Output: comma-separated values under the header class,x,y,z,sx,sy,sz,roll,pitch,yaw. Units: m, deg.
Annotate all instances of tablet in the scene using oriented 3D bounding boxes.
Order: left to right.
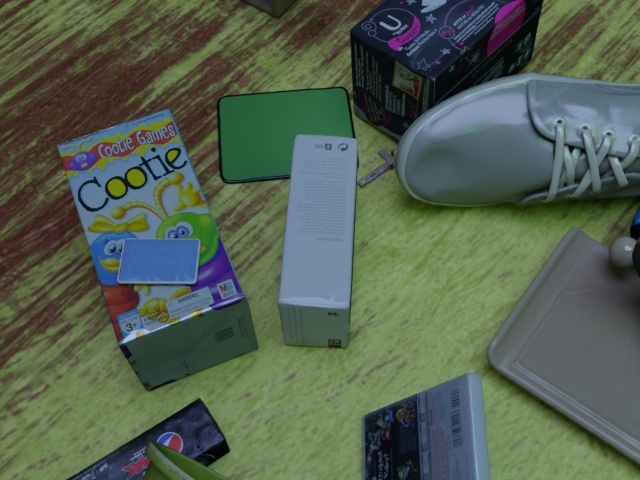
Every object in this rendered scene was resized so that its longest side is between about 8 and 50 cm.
class,x,y,z,sx,sy,sz,roll,pitch,yaw
tablet,-0.170,0.022,0.849,0.083,0.006,0.054,1,60,1

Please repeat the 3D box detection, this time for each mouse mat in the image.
class,x,y,z,sx,sy,sz,roll,pitch,yaw
mouse mat,-0.047,-0.149,1.113,0.189,0.007,0.153,-4,60,-3

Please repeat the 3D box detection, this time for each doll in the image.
class,x,y,z,sx,sy,sz,roll,pitch,yaw
doll,0.428,0.005,0.963,0.189,0.046,0.129,-7,73,-21

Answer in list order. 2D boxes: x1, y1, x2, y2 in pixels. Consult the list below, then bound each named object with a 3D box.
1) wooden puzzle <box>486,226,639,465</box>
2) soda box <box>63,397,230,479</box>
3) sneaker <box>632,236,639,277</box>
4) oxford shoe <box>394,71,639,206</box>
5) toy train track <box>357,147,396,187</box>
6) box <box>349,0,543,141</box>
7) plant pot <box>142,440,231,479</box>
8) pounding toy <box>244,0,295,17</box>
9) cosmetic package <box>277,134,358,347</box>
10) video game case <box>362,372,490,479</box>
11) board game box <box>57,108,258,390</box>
class,x,y,z,sx,sy,sz,roll,pitch,yaw
wooden puzzle,0.341,0.124,0.931,0.238,0.044,0.221,35,66,14
soda box,-0.184,0.243,0.860,0.169,0.053,0.060,-30,64,-15
sneaker,0.464,-0.001,0.907,0.314,0.116,0.136,7,68,-27
oxford shoe,0.317,-0.114,0.987,0.449,0.169,0.130,-4,31,-5
toy train track,0.083,-0.099,1.077,0.083,0.014,0.048,-38,66,-18
box,0.169,-0.262,1.084,0.142,0.163,0.247,37,67,24
plant pot,-0.101,0.356,0.695,0.276,0.276,0.254,28,76,16
pounding toy,-0.058,-0.426,1.172,0.206,0.181,0.094,31,65,17
cosmetic package,0.000,0.000,0.963,0.085,0.117,0.231,3,59,4
video game case,0.101,0.246,0.798,0.022,0.173,0.190,20,55,-29
board game box,-0.191,0.008,0.944,0.142,0.144,0.275,-20,61,-10
